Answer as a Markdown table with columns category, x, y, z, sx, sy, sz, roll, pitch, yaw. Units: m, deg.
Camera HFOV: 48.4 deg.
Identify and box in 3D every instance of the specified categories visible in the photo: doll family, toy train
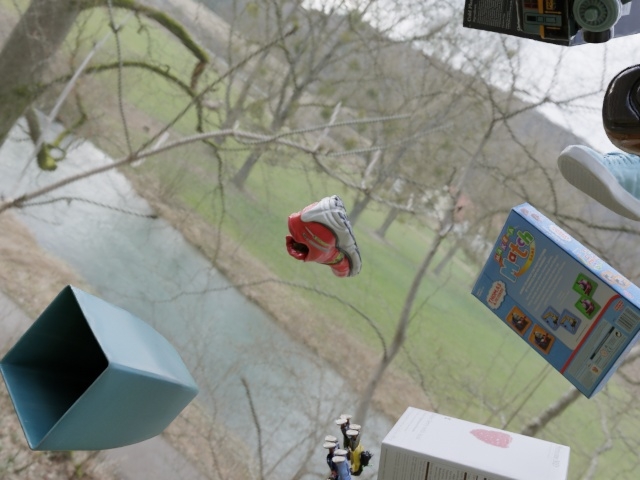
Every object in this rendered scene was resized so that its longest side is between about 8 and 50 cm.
| category | x | y | z | sx | sy | sz | roll | pitch | yaw |
| --- | --- | --- | --- | --- | --- | --- | --- | --- | --- |
| doll family | 0.050 | 0.421 | 1.346 | 0.076 | 0.111 | 0.193 | 2 | 18 | 24 |
| toy train | 0.409 | -0.479 | 1.160 | 0.190 | 0.142 | 0.334 | 17 | -38 | 36 |

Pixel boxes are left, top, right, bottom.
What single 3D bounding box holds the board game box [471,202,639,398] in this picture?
| category | x | y | z | sx | sy | sz | roll | pitch | yaw |
| --- | --- | --- | --- | --- | --- | --- | --- | --- | --- |
| board game box | 0.305 | 0.076 | 0.919 | 0.039 | 0.160 | 0.211 | -22 | 52 | -35 |

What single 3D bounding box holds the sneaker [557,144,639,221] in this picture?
| category | x | y | z | sx | sy | sz | roll | pitch | yaw |
| --- | --- | --- | --- | --- | --- | --- | --- | --- | --- |
| sneaker | 0.709 | -0.176 | 1.736 | 0.366 | 0.150 | 0.135 | 25 | 0 | -41 |

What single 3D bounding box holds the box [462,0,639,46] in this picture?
| category | x | y | z | sx | sy | sz | roll | pitch | yaw |
| --- | --- | --- | --- | --- | --- | --- | --- | --- | --- |
| box | 0.574 | -0.593 | 1.703 | 0.343 | 0.179 | 0.312 | -19 | 32 | -35 |

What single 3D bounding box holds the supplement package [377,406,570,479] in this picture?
| category | x | y | z | sx | sy | sz | roll | pitch | yaw |
| --- | --- | --- | --- | --- | --- | --- | --- | --- | --- |
| supplement package | 0.258 | 0.424 | 1.213 | 0.293 | 0.175 | 0.177 | 10 | 11 | 21 |

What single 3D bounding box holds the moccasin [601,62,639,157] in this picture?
| category | x | y | z | sx | sy | sz | roll | pitch | yaw |
| --- | --- | --- | --- | --- | --- | --- | --- | --- | --- |
| moccasin | 0.479 | -0.125 | 0.692 | 0.380 | 0.139 | 0.147 | -8 | -28 | 45 |

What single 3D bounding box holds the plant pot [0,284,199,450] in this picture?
| category | x | y | z | sx | sy | sz | roll | pitch | yaw |
| --- | --- | --- | --- | --- | --- | --- | --- | --- | --- |
| plant pot | -0.309 | 0.207 | 1.059 | 0.165 | 0.165 | 0.234 | 49 | 9 | 36 |

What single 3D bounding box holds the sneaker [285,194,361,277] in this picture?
| category | x | y | z | sx | sy | sz | roll | pitch | yaw |
| --- | --- | --- | --- | --- | --- | --- | --- | --- | --- |
| sneaker | 0.000 | 0.000 | 1.238 | 0.279 | 0.118 | 0.107 | 66 | 7 | -67 |
